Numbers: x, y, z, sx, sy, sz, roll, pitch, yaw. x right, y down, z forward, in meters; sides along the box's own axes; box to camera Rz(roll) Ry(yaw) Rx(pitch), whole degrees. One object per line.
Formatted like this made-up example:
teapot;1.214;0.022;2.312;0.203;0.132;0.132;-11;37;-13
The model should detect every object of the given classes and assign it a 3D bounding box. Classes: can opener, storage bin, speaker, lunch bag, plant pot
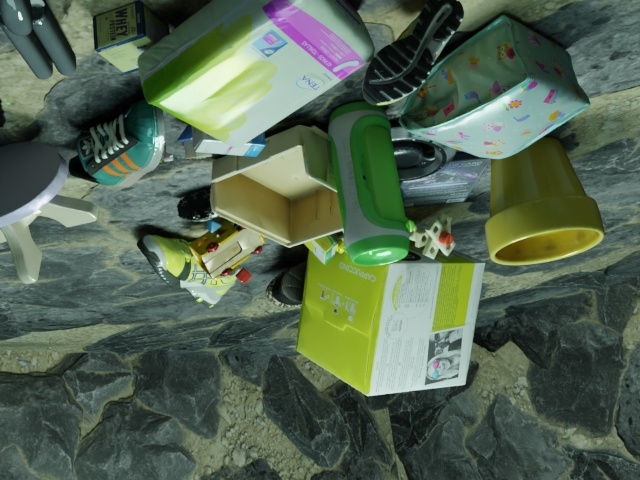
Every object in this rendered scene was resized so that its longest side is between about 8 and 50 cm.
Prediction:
can opener;-0.410;-0.294;1.150;0.074;0.093;0.280;-8;167;-2
storage bin;-0.052;-0.109;1.727;0.262;0.123;0.260;-17;152;36
speaker;0.090;-0.107;1.573;0.131;0.296;0.131;-7;162;-2
lunch bag;0.297;-0.248;1.464;0.223;0.160;0.262;9;150;-44
plant pot;0.486;-0.093;1.875;0.254;0.239;0.254;-8;162;-2

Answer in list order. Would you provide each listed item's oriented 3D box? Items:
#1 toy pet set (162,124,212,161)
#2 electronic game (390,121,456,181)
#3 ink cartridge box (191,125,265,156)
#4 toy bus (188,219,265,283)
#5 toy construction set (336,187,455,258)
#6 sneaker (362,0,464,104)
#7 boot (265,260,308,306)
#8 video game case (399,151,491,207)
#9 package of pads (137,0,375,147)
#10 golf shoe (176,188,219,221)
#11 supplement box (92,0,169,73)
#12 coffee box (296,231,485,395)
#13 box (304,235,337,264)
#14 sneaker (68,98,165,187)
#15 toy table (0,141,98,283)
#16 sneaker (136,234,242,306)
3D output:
toy pet set;-0.264;-0.186;1.577;0.114;0.065;0.122;-2;-174;43
electronic game;0.172;-0.187;1.764;0.229;0.048;0.229;-1;157;0
ink cartridge box;-0.168;-0.205;1.504;0.122;0.088;0.052;1;160;-25
toy bus;-0.229;0.001;2.077;0.202;0.191;0.104;9;-161;-40
toy construction set;0.138;-0.039;1.885;0.328;0.151;0.215;10;136;38
sneaker;0.141;-0.284;1.290;0.208;0.081;0.094;-47;-178;-9
boot;0.028;0.105;2.455;0.377;0.138;0.284;-19;177;-22
video game case;0.281;-0.142;1.989;0.196;0.026;0.274;-6;161;-6
package of pads;-0.089;-0.273;1.235;0.296;0.101;0.229;-30;155;19
golf shoe;-0.227;-0.078;1.889;0.198;0.077;0.094;-11;162;14
supplement box;-0.278;-0.298;1.229;0.083;0.056;0.083;-14;161;16
coffee box;0.174;0.174;2.166;0.334;0.338;0.338;0;-167;-35
box;-0.036;-0.029;2.018;0.043;0.179;0.105;-43;168;-14
sneaker;-0.373;-0.168;1.504;0.121;0.108;0.302;-2;163;-31
toy table;-0.567;-0.064;1.567;0.274;0.252;0.161;-2;149;21
sneaker;-0.345;0.049;2.194;0.147;0.145;0.385;-42;153;4
